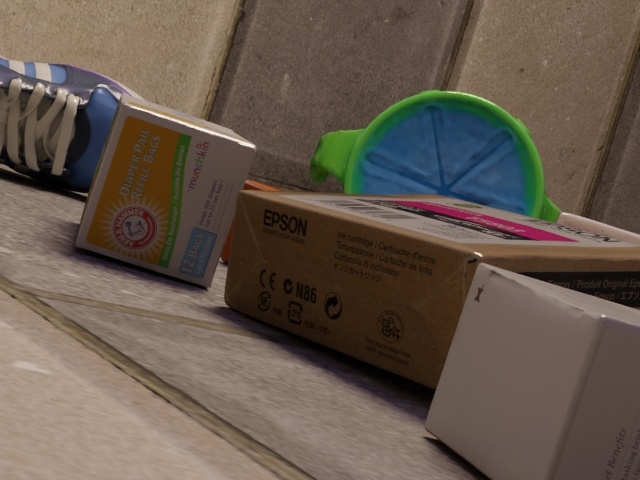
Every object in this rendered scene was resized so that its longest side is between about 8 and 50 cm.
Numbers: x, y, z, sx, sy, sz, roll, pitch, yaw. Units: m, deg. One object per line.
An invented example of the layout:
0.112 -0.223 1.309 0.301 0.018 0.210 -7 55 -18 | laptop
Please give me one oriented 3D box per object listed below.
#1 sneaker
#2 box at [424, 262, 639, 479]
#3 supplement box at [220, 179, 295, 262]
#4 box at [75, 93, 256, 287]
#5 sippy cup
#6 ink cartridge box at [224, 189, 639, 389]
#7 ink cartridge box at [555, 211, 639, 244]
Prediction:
-0.330 -0.120 1.313 0.322 0.130 0.236 23 15 13 | sneaker
0.159 0.085 0.645 0.170 0.091 0.130 16 4 -19 | box
0.000 0.000 1.268 0.080 0.078 0.233 19 5 23 | supplement box
-0.123 -0.044 1.054 0.103 0.114 0.203 18 4 -10 | box
0.153 -0.043 1.649 0.305 0.240 0.224 57 0 11 | sippy cup
0.082 0.027 0.883 0.193 0.088 0.234 -1 11 -40 | ink cartridge box
0.349 0.065 1.460 0.231 0.134 0.078 18 3 8 | ink cartridge box
